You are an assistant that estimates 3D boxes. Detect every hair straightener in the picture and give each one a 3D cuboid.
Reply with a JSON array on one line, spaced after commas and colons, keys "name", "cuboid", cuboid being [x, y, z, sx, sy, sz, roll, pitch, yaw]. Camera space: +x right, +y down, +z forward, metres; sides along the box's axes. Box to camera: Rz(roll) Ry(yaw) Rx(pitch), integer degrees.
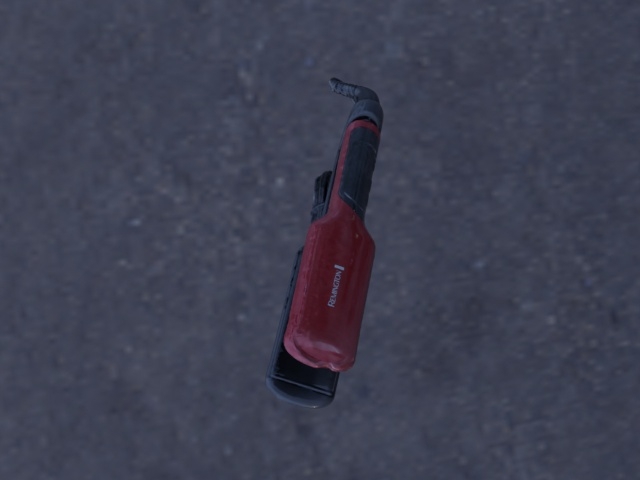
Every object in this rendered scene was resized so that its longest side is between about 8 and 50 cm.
[{"name": "hair straightener", "cuboid": [0.000, 0.000, 1.132, 0.089, 0.047, 0.230, 115, 164, -49]}]
